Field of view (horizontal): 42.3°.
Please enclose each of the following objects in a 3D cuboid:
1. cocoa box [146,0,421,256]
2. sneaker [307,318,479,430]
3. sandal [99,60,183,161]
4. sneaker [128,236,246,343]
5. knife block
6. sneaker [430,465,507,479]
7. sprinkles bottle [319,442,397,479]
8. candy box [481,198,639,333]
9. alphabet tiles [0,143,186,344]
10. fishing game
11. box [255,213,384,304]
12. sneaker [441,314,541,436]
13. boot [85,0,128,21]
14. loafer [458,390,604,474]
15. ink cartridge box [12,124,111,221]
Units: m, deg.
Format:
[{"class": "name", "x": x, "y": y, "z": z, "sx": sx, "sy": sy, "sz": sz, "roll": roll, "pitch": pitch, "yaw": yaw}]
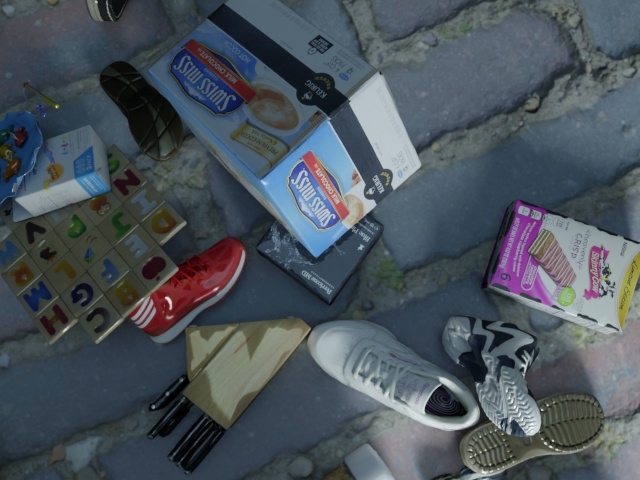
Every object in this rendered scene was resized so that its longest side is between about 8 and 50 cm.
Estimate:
[{"class": "cocoa box", "x": -0.059, "y": -0.191, "z": 1.284, "sx": 0.228, "sy": 0.231, "sz": 0.347, "roll": -42, "pitch": 54, "yaw": -5}, {"class": "sneaker", "x": 0.123, "y": 0.210, "z": 1.330, "sx": 0.305, "sy": 0.152, "sz": 0.114, "roll": 25, "pitch": 84, "yaw": 4}, {"class": "sandal", "x": -0.310, "y": -0.222, "z": 1.442, "sx": 0.090, "sy": 0.060, "sz": 0.219, "roll": -38, "pitch": 69, "yaw": -12}, {"class": "sneaker", "x": -0.226, "y": 0.062, "z": 1.350, "sx": 0.221, "sy": 0.128, "sz": 0.087, "roll": -50, "pitch": 49, "yaw": -8}, {"class": "knife block", "x": -0.144, "y": 0.255, "z": 1.351, "sx": 0.276, "sy": 0.088, "sz": 0.242, "roll": -5, "pitch": 82, "yaw": -2}, {"class": "sneaker", "x": 0.244, "y": 0.405, "z": 1.358, "sx": 0.135, "sy": 0.052, "sz": 0.058, "roll": -19, "pitch": 92, "yaw": 4}, {"class": "sprinkles bottle", "x": -0.032, "y": 0.471, "z": 1.302, "sx": 0.355, "sy": 0.121, "sz": 0.121, "roll": -35, "pitch": 83, "yaw": -5}, {"class": "candy box", "x": 0.410, "y": 0.045, "z": 1.399, "sx": 0.233, "sy": 0.071, "sz": 0.159, "roll": 19, "pitch": 81, "yaw": 2}, {"class": "alphabet tiles", "x": -0.388, "y": -0.002, "z": 1.358, "sx": 0.285, "sy": 0.011, "sz": 0.342, "roll": -42, "pitch": 60, "yaw": -7}, {"class": "fishing game", "x": -0.535, "y": -0.138, "z": 1.375, "sx": 0.189, "sy": 0.041, "sz": 0.264, "roll": 38, "pitch": 94, "yaw": 41}, {"class": "box", "x": 0.000, "y": 0.000, "z": 1.390, "sx": 0.156, "sy": 0.093, "sz": 0.158, "roll": 36, "pitch": 84, "yaw": 4}, {"class": "sneaker", "x": 0.315, "y": 0.208, "z": 1.324, "sx": 0.153, "sy": 0.235, "sz": 0.094, "roll": -2, "pitch": 122, "yaw": -29}, {"class": "boot", "x": -0.235, "y": -0.534, "z": 1.453, "sx": 0.284, "sy": 0.138, "sz": 0.377, "roll": 16, "pitch": 76, "yaw": 2}, {"class": "loafer", "x": 0.338, "y": 0.307, "z": 1.351, "sx": 0.269, "sy": 0.092, "sz": 0.101, "roll": -9, "pitch": 86, "yaw": -19}, {"class": "ink cartridge box", "x": -0.451, "y": -0.111, "z": 1.388, "sx": 0.181, "sy": 0.061, "sz": 0.104, "roll": -18, "pitch": 59, "yaw": 6}]
